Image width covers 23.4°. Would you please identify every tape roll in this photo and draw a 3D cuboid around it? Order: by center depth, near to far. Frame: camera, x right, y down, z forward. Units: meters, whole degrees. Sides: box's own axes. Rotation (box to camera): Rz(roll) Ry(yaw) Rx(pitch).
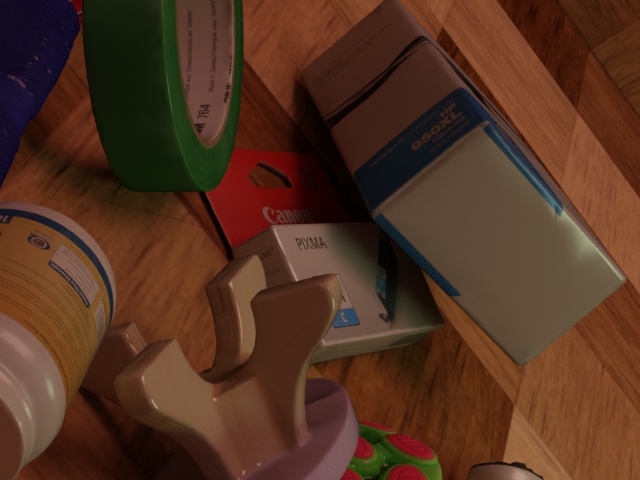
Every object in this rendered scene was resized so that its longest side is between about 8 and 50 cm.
[{"bbox_3d":[-0.143,-0.206,1.476,0.321,0.077,0.321,0,90,-81],"label":"tape roll"}]

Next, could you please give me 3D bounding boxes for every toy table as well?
[{"bbox_3d":[-0.078,0.129,1.259,0.274,0.252,0.161,-70,141,-71],"label":"toy table"}]

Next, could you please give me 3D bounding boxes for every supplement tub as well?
[{"bbox_3d":[-0.239,0.077,1.115,0.144,0.144,0.200,49,27,-19],"label":"supplement tub"}]

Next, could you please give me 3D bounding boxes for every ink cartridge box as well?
[{"bbox_3d":[0.000,0.000,1.703,0.296,0.066,0.261,-3,66,-61],"label":"ink cartridge box"},{"bbox_3d":[0.156,-0.082,1.822,0.285,0.166,0.395,44,11,-30],"label":"ink cartridge box"}]

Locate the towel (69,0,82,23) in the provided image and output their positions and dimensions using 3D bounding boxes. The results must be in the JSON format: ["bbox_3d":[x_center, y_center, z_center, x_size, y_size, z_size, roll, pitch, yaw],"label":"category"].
[{"bbox_3d":[-0.341,-0.324,1.494,0.275,0.031,0.199,59,27,1],"label":"towel"}]

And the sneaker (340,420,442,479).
[{"bbox_3d":[0.029,0.325,1.324,0.185,0.202,0.483,6,30,-13],"label":"sneaker"}]

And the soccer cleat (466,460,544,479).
[{"bbox_3d":[0.266,0.363,1.761,0.318,0.108,0.116,39,52,-37],"label":"soccer cleat"}]

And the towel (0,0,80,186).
[{"bbox_3d":[-0.328,-0.137,1.209,0.227,0.076,0.308,26,37,-10],"label":"towel"}]
